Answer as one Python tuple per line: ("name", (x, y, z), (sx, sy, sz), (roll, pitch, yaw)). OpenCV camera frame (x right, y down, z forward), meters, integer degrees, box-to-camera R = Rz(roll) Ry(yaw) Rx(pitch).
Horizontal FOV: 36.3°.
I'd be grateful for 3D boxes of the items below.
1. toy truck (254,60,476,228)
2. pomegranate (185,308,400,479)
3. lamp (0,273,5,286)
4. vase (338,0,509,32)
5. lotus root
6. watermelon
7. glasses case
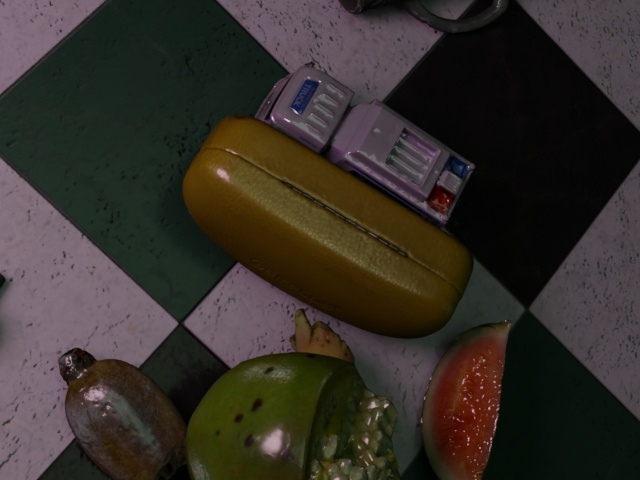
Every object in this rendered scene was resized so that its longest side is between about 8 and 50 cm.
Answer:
("toy truck", (0.050, -0.117, 1.263), (0.268, 0.155, 0.124), (32, 72, -12))
("pomegranate", (-0.025, 0.229, 1.144), (0.261, 0.260, 0.340), (25, 41, -14))
("lamp", (-0.418, 0.019, 1.140), (0.121, 0.041, 0.054), (45, 62, -10))
("vase", (0.163, -0.405, 1.372), (0.301, 0.156, 0.251), (-25, 115, -16))
("lotus root", (-0.236, 0.204, 1.143), (0.113, 0.088, 0.192), (-40, 95, -15))
("watermelon", (0.192, 0.219, 1.277), (0.063, 0.119, 0.245), (24, 73, -26))
("glasses case", (0.000, 0.000, 1.215), (0.371, 0.173, 0.141), (31, 71, -10))
